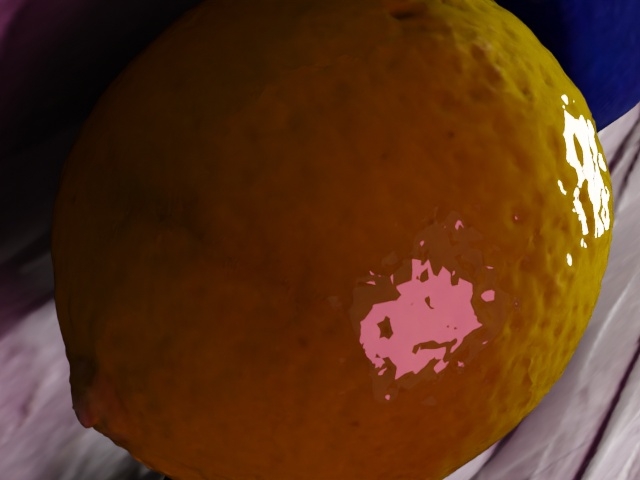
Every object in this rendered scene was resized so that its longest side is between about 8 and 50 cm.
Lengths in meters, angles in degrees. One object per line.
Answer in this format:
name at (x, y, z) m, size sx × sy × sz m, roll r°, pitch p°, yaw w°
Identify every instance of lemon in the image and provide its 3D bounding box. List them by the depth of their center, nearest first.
lemon at (0.000, 0.000, 0.587) m, size 0.203 × 0.178 × 0.178 m, roll -34°, pitch 142°, yaw -25°

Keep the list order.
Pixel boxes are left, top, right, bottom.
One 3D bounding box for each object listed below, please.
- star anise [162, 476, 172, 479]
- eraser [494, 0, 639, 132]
star anise at (-0.058, 0.157, 0.706) m, size 0.220 × 0.126 × 0.190 m, roll -38°, pitch 140°, yaw -18°
eraser at (0.075, -0.183, 0.584) m, size 0.155 × 0.101 × 0.332 m, roll -45°, pitch 147°, yaw -16°
